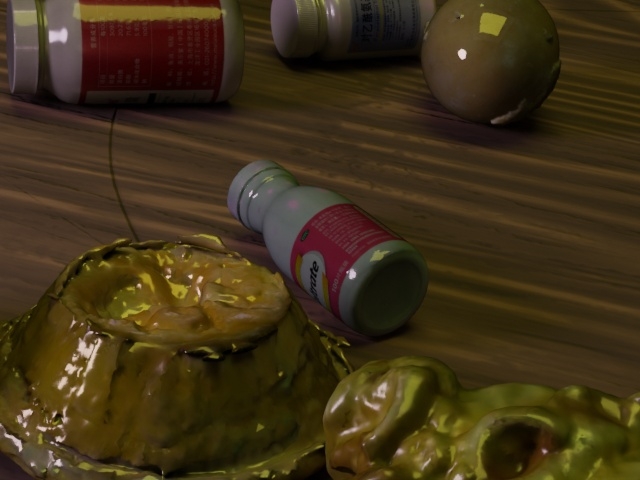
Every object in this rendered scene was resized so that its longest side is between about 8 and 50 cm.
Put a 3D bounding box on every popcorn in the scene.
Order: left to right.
[{"bbox_3d":[0.122,0.190,0.977,0.286,0.174,0.225,13,36,12],"label":"popcorn"}]

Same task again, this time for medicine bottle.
[{"bbox_3d":[-0.215,-0.215,1.695,0.250,0.131,0.131,-3,29,-16],"label":"medicine bottle"},{"bbox_3d":[0.000,0.000,1.384,0.090,0.090,0.216,-13,33,-33],"label":"medicine bottle"},{"bbox_3d":[0.041,-0.273,1.887,0.186,0.103,0.103,-6,31,-24],"label":"medicine bottle"}]

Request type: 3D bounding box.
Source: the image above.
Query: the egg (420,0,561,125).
[{"bbox_3d":[0.195,-0.212,1.756,0.164,0.164,0.201,12,24,9],"label":"egg"}]

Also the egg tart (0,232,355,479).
[{"bbox_3d":[-0.118,0.083,1.175,0.315,0.120,0.315,5,27,-2],"label":"egg tart"}]
